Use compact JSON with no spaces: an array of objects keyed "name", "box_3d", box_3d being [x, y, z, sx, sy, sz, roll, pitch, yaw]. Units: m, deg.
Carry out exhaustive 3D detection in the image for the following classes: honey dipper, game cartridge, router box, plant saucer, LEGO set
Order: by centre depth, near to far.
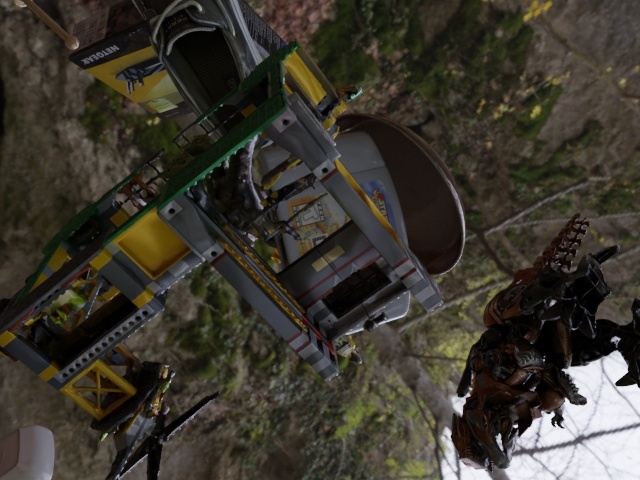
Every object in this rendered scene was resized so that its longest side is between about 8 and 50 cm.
[{"name":"LEGO set","box_3d":[-0.063,0.022,0.480,0.331,0.192,0.255,-39,-157,3]},{"name":"honey dipper","box_3d":[-0.378,-0.307,0.849,0.030,0.160,0.030,-43,162,-17]},{"name":"game cartridge","box_3d":[0.032,-0.008,0.942,0.198,0.297,0.062,-15,-174,-15]},{"name":"plant saucer","box_3d":[0.125,-0.080,1.038,0.050,0.311,0.310,-36,-168,-25]},{"name":"router box","box_3d":[-0.249,-0.338,1.119,0.308,0.243,0.081,-11,-114,30]}]

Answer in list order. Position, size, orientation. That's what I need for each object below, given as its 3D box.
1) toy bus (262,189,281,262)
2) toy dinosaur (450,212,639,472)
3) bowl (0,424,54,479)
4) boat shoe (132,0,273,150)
[{"name":"toy bus","box_3d":[0.000,0.000,1.116,0.220,0.211,0.149,17,-128,39]},{"name":"toy dinosaur","box_3d":[0.243,0.097,0.701,0.218,0.164,0.322,-27,-130,59]},{"name":"bowl","box_3d":[-0.495,0.361,0.983,0.142,0.053,0.142,-33,-147,-6]},{"name":"boat shoe","box_3d":[-0.150,-0.259,0.762,0.121,0.335,0.119,-30,-165,17]}]
